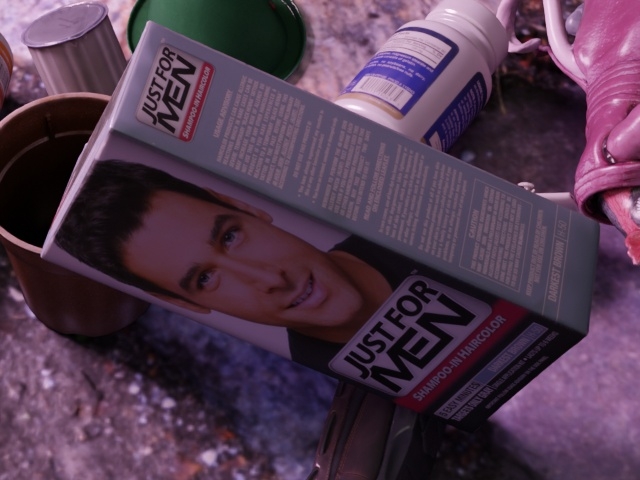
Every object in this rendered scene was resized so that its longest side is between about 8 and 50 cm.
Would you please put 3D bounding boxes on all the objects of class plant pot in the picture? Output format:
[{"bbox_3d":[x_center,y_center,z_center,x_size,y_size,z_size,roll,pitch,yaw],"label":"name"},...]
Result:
[{"bbox_3d":[-0.203,-0.011,1.361,0.167,0.165,0.167,2,56,-3],"label":"plant pot"}]

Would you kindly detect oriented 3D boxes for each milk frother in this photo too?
[{"bbox_3d":[-0.245,-0.130,1.455,0.143,0.134,0.129,-37,35,-27],"label":"milk frother"}]

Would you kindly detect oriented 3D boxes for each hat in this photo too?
[{"bbox_3d":[-0.111,-0.261,1.522,0.208,0.183,0.173,30,60,16],"label":"hat"}]

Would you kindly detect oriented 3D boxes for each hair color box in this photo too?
[{"bbox_3d":[0.000,0.000,1.201,0.374,0.185,0.113,24,52,-12],"label":"hair color box"}]

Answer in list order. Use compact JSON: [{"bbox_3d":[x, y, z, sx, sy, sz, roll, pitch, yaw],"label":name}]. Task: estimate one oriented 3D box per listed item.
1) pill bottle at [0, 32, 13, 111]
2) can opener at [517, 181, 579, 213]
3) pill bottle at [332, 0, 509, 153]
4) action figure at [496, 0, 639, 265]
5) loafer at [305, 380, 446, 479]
[{"bbox_3d":[-0.358,-0.097,1.436,0.121,0.121,0.216,7,56,2],"label":"pill bottle"},{"bbox_3d":[0.100,-0.008,1.430,0.280,0.074,0.093,2,57,-2],"label":"can opener"},{"bbox_3d":[0.095,-0.141,1.496,0.112,0.112,0.186,31,60,17],"label":"pill bottle"},{"bbox_3d":[0.281,-0.128,1.418,0.276,0.248,0.370,11,53,5],"label":"action figure"},{"bbox_3d":[0.021,0.207,1.278,0.095,0.109,0.302,7,47,24],"label":"loafer"}]
